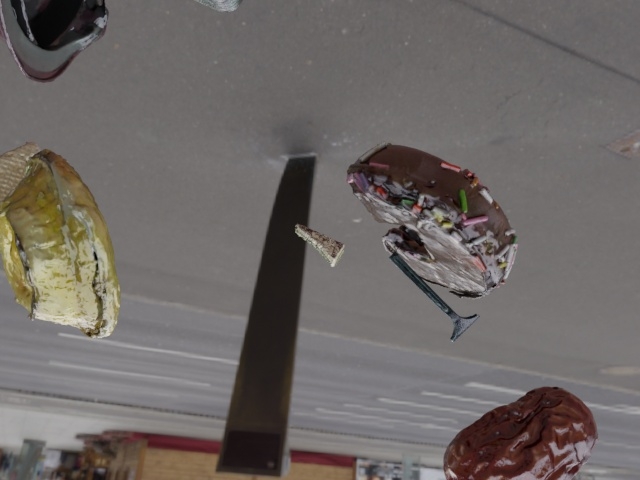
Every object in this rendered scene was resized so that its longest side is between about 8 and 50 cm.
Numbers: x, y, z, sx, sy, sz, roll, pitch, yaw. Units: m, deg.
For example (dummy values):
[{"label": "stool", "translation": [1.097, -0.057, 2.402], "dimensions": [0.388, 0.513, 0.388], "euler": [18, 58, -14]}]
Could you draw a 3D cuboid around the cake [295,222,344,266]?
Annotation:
[{"label": "cake", "translation": [0.000, 0.000, 1.534], "dimensions": [0.140, 0.055, 0.051], "euler": [42, 159, 16]}]

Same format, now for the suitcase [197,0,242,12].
[{"label": "suitcase", "translation": [-0.190, -0.332, 0.540], "dimensions": [0.312, 0.128, 0.202], "euler": [26, -177, -3]}]

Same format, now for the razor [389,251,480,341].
[{"label": "razor", "translation": [0.192, 0.088, 1.103], "dimensions": [0.066, 0.190, 0.033], "euler": [-43, 156, 1]}]

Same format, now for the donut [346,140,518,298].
[{"label": "donut", "translation": [0.208, -0.027, 1.066], "dimensions": [0.259, 0.136, 0.345], "euler": [20, 160, 42]}]

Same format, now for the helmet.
[{"label": "helmet", "translation": [-0.411, -0.412, 0.864], "dimensions": [0.197, 0.338, 0.271], "euler": [25, 176, 2]}]

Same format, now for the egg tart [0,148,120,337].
[{"label": "egg tart", "translation": [-0.471, 0.019, 1.073], "dimensions": [0.132, 0.345, 0.345], "euler": [-19, 174, -36]}]

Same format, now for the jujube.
[{"label": "jujube", "translation": [0.293, 0.313, 0.910], "dimensions": [0.230, 0.155, 0.155], "euler": [-34, 162, -13]}]

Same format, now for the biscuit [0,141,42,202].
[{"label": "biscuit", "translation": [-0.801, -0.075, 1.374], "dimensions": [0.426, 0.144, 0.078], "euler": [-29, -175, -22]}]
